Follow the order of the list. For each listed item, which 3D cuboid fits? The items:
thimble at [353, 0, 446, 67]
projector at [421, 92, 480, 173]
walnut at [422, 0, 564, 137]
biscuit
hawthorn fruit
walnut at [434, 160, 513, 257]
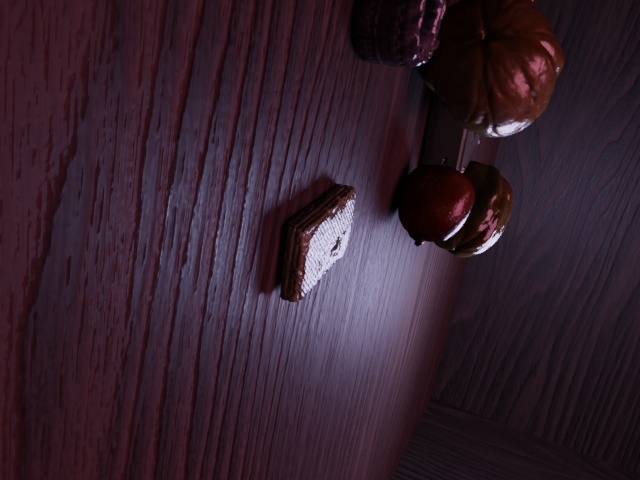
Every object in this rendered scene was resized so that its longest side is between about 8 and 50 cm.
[{"bbox_3d":[0.113,-0.315,0.871,0.150,0.097,0.150,17,90,-71],"label":"thimble"},{"bbox_3d":[0.339,-0.289,1.540,0.250,0.108,0.198,-47,148,-52],"label":"projector"},{"bbox_3d":[0.345,-0.350,1.258,0.252,0.277,0.313,-37,161,14],"label":"walnut"},{"bbox_3d":[0.000,0.000,0.915,0.199,0.040,0.121,-44,148,-58],"label":"biscuit"},{"bbox_3d":[0.247,-0.073,1.386,0.188,0.169,0.169,-60,158,-27],"label":"hawthorn fruit"},{"bbox_3d":[0.407,-0.085,1.749,0.283,0.227,0.283,-51,-162,24],"label":"walnut"}]
